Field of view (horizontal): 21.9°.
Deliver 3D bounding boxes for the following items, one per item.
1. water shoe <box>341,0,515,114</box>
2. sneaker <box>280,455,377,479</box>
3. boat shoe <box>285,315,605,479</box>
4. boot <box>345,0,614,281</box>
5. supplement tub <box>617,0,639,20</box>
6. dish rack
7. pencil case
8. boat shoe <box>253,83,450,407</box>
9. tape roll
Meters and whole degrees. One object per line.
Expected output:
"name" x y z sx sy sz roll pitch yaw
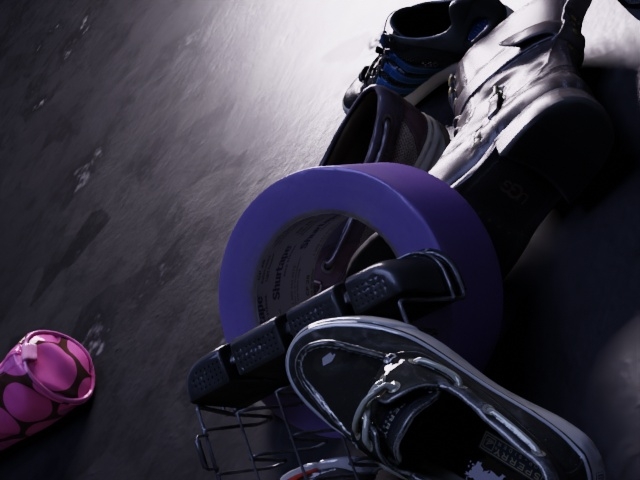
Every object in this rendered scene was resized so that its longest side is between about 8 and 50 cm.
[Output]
"water shoe" 0.081 -0.172 1.454 0.203 0.080 0.073 -25 37 41
"sneaker" -0.015 0.208 1.186 0.158 0.061 0.065 -36 58 29
"boat shoe" 0.058 0.099 0.954 0.219 0.070 0.078 22 100 35
"boot" 0.124 -0.073 1.284 0.263 0.091 0.229 -40 23 19
"supplement tub" 0.223 -0.257 1.221 0.117 0.190 0.117 -36 31 27
"dish rack" 0.026 0.161 1.061 0.208 0.074 0.271 -30 70 31
"pencil case" -0.322 0.160 1.644 0.209 0.098 0.095 -32 33 32
"boat shoe" 0.000 0.000 1.353 0.285 0.092 0.103 -57 28 -11
"tape roll" 0.027 0.040 1.162 0.189 0.080 0.189 3 96 32
